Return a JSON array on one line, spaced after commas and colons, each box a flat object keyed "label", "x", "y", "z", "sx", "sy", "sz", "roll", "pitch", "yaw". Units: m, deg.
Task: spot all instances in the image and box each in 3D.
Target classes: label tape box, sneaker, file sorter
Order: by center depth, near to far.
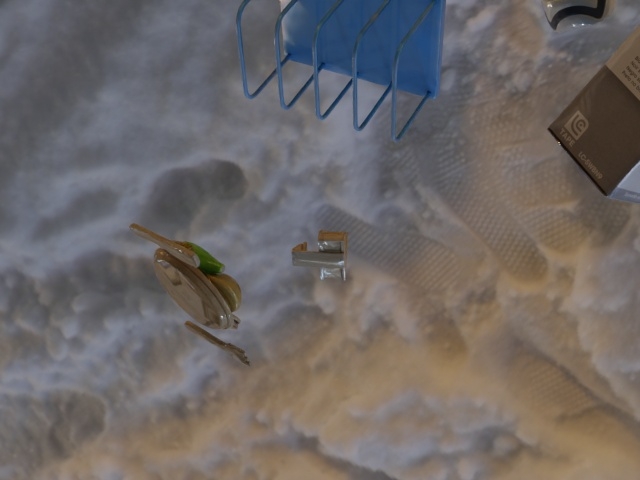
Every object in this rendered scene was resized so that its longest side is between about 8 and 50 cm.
[{"label": "file sorter", "x": 0.019, "y": -0.179, "z": 0.897, "sx": 0.170, "sy": 0.104, "sz": 0.118, "roll": 18, "pitch": 140, "yaw": 19}, {"label": "label tape box", "x": 0.415, "y": -0.178, "z": 0.902, "sx": 0.333, "sy": 0.241, "sz": 0.106, "roll": -53, "pitch": 51, "yaw": 30}, {"label": "sneaker", "x": 0.277, "y": -0.347, "z": 1.036, "sx": 0.094, "sy": 0.235, "sz": 0.153, "roll": -4, "pitch": 126, "yaw": 36}]

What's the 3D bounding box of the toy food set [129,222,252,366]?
[{"label": "toy food set", "x": -0.136, "y": 0.052, "z": 1.076, "sx": 0.132, "sy": 0.038, "sz": 0.192, "roll": 24, "pitch": 148, "yaw": 37}]

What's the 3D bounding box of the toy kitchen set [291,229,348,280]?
[{"label": "toy kitchen set", "x": 0.000, "y": 0.000, "z": 1.241, "sx": 0.068, "sy": 0.075, "sz": 0.083, "roll": 2, "pitch": 140, "yaw": 4}]
